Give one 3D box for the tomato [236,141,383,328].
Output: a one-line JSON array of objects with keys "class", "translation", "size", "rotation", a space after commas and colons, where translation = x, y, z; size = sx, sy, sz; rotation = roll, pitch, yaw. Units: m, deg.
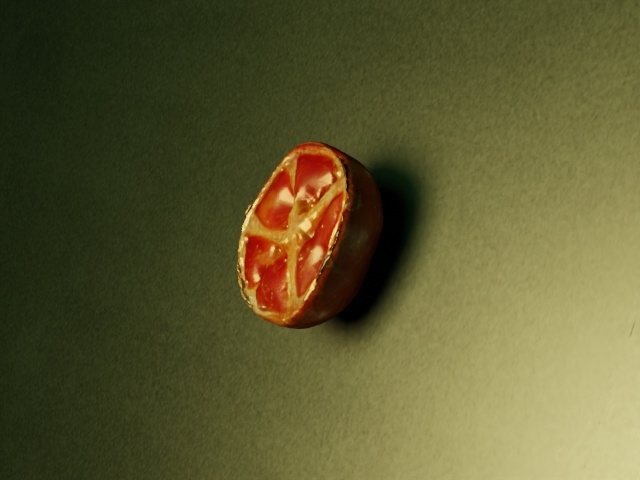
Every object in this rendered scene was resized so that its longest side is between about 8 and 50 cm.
[{"class": "tomato", "translation": [0.000, 0.000, 1.597], "size": [0.155, 0.069, 0.155], "rotation": [-32, 49, 45]}]
